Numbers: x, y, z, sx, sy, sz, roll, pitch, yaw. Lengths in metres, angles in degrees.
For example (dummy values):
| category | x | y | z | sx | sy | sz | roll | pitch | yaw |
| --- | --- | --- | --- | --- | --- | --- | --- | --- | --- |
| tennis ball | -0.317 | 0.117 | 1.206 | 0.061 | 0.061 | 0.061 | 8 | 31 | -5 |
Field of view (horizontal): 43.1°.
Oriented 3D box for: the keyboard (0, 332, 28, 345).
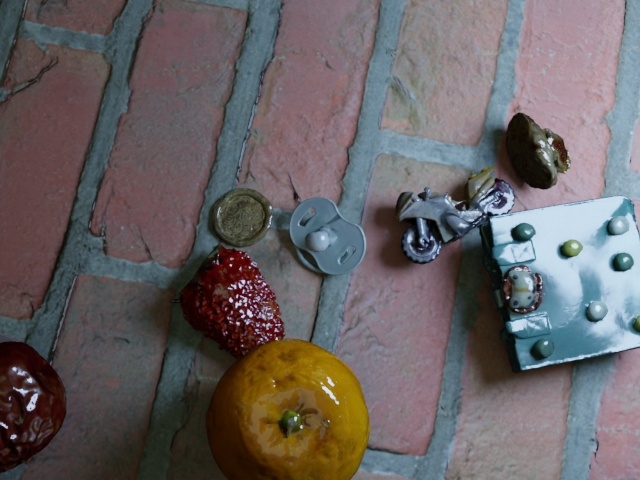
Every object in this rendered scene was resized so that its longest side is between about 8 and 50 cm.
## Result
| category | x | y | z | sx | sy | sz | roll | pitch | yaw |
| --- | --- | --- | --- | --- | --- | --- | --- | --- | --- |
| keyboard | -0.598 | 0.177 | 1.424 | 0.165 | 0.017 | 0.055 | 22 | 75 | 5 |

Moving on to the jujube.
| category | x | y | z | sx | sy | sz | roll | pitch | yaw |
| --- | --- | --- | --- | --- | --- | --- | --- | --- | --- |
| jujube | -0.536 | 0.280 | 1.302 | 0.232 | 0.213 | 0.213 | -35 | 80 | 2 |

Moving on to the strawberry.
| category | x | y | z | sx | sy | sz | roll | pitch | yaw |
| --- | --- | --- | --- | --- | --- | --- | --- | --- | --- |
| strawberry | -0.140 | 0.108 | 1.394 | 0.208 | 0.087 | 0.167 | 33 | 80 | 5 |

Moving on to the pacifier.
| category | x | y | z | sx | sy | sz | roll | pitch | yaw |
| --- | --- | --- | --- | --- | --- | --- | --- | --- | --- |
| pacifier | 0.000 | 0.000 | 1.402 | 0.127 | 0.116 | 0.150 | -42 | 84 | 19 |

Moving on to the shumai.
| category | x | y | z | sx | sy | sz | roll | pitch | yaw |
| --- | --- | --- | --- | --- | --- | --- | --- | --- | --- |
| shumai | 0.384 | -0.167 | 1.428 | 0.105 | 0.123 | 0.139 | -40 | 67 | -18 |

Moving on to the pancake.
| category | x | y | z | sx | sy | sz | roll | pitch | yaw |
| --- | --- | --- | --- | --- | --- | --- | --- | --- | --- |
| pancake | -0.141 | -0.043 | 1.462 | 0.114 | 0.011 | 0.115 | 0 | 77 | 0 |

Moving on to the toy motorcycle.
| category | x | y | z | sx | sy | sz | roll | pitch | yaw |
| --- | --- | --- | --- | --- | --- | --- | --- | --- | --- |
| toy motorcycle | 0.226 | -0.060 | 1.419 | 0.229 | 0.094 | 0.130 | -31 | 78 | -10 |

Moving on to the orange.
| category | x | y | z | sx | sy | sz | roll | pitch | yaw |
| --- | --- | --- | --- | --- | --- | --- | --- | --- | --- |
| orange | -0.050 | 0.288 | 1.284 | 0.261 | 0.261 | 0.261 | 0 | 79 | 1 |

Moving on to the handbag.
| category | x | y | z | sx | sy | sz | roll | pitch | yaw |
| --- | --- | --- | --- | --- | --- | --- | --- | --- | --- |
| handbag | 0.422 | 0.070 | 1.354 | 0.274 | 0.100 | 0.269 | -9 | 86 | -11 |
